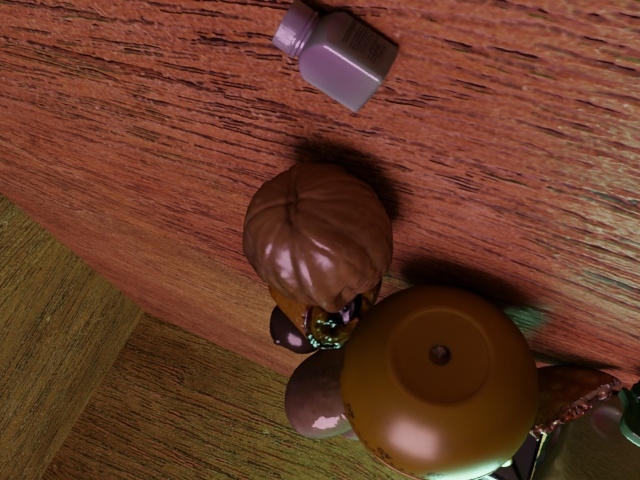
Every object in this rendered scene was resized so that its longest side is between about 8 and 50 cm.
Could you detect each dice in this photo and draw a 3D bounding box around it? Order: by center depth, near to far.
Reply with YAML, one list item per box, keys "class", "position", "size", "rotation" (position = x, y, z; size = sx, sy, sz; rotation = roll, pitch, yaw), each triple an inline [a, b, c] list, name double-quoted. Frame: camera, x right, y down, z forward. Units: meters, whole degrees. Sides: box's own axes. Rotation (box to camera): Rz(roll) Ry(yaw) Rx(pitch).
- class: "dice"
  position: [0.599, 0.471, 1.136]
  size: [0.255, 0.249, 0.252]
  rotation: [21, 157, 18]

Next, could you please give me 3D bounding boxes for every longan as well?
- class: "longan"
  position: [-0.052, 0.219, 1.446]
  size: [0.189, 0.189, 0.189]
  rotation: [24, 158, 10]

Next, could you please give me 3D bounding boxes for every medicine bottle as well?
- class: "medicine bottle"
  position: [0.012, -0.196, 0.576]
  size: [0.118, 0.054, 0.074]
  rotation: [30, 159, -9]

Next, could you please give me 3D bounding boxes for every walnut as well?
- class: "walnut"
  position: [0.000, 0.000, 0.834]
  size: [0.225, 0.224, 0.261]
  rotation: [15, 161, 28]

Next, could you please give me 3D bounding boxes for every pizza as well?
- class: "pizza"
  position: [0.441, 0.309, 1.043]
  size: [0.053, 0.193, 0.201]
  rotation: [60, 156, -11]

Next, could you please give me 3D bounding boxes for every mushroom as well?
- class: "mushroom"
  position: [0.090, 0.401, 1.421]
  size: [0.294, 0.363, 0.362]
  rotation: [62, 157, 3]

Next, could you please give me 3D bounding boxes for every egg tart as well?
- class: "egg tart"
  position: [0.011, 0.092, 1.063]
  size: [0.171, 0.215, 0.215]
  rotation: [30, 164, 38]

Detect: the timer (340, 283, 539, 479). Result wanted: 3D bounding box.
- class: "timer"
  position: [0.206, 0.263, 1.007]
  size: [0.377, 0.376, 0.386]
  rotation: [21, 154, 16]

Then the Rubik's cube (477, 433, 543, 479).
- class: "Rubik's cube"
  position: [0.367, 0.440, 1.346]
  size: [0.255, 0.259, 0.260]
  rotation: [26, 155, 0]

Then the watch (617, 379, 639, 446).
- class: "watch"
  position: [0.571, 0.262, 0.884]
  size: [0.131, 0.165, 0.151]
  rotation: [23, 134, 16]
